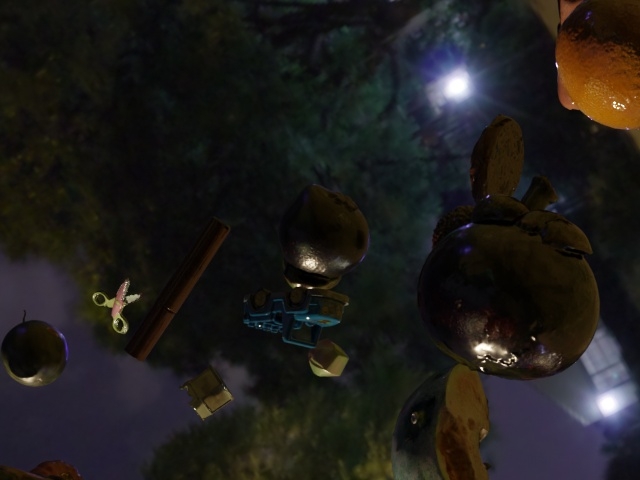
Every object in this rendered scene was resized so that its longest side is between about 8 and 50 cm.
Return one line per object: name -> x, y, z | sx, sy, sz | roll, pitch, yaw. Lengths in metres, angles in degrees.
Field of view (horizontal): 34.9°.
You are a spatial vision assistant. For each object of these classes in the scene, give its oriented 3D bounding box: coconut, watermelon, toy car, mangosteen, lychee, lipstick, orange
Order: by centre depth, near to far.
mangosteen -> 0.225, 0.038, 1.182 | 0.211, 0.211, 0.250 | 39, -118, -56
orange -> 0.428, -0.256, 1.429 | 0.206, 0.206, 0.206 | 55, -165, -22
watermelon -> -0.465, 0.171, 1.644 | 0.105, 0.105, 0.133 | 34, -153, -61
watermelon -> 0.182, 0.361, 1.759 | 0.175, 0.188, 0.322 | 44, -145, -35
toy car -> -0.047, 0.134, 1.768 | 0.097, 0.191, 0.100 | 19, -112, -48
coconut -> 0.013, 0.253, 2.171 | 0.083, 0.081, 0.082 | 29, -170, -21
lipstick -> -0.315, 0.106, 2.251 | 0.057, 0.357, 0.057 | 34, 179, 1
mangosteen -> 0.000, 0.000, 2.297 | 0.243, 0.243, 0.243 | 55, -165, -22
lychee -> 0.343, 0.011, 2.311 | 0.188, 0.188, 0.188 | 55, -165, -22

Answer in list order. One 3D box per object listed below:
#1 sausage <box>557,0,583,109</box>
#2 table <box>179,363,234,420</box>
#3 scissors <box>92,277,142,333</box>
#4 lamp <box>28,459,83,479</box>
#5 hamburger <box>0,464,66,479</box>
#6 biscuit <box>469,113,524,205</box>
sausage -> 0.477, -0.424, 1.871 | 0.088, 0.087, 0.433 | -99, -1, -54
table -> -0.243, 0.323, 2.168 | 0.062, 0.083, 0.079 | 49, 170, 40
scissors -> -0.514, 0.158, 2.613 | 0.134, 0.187, 0.020 | 52, -135, 2
lamp -> -0.445, 0.420, 1.695 | 0.107, 0.092, 0.108 | 18, -122, -31
hamburger -> -0.477, 0.386, 1.541 | 0.102, 0.176, 0.087 | 58, -138, -70
biscuit -> 0.325, -0.138, 1.882 | 0.192, 0.049, 0.192 | -24, -62, -57
